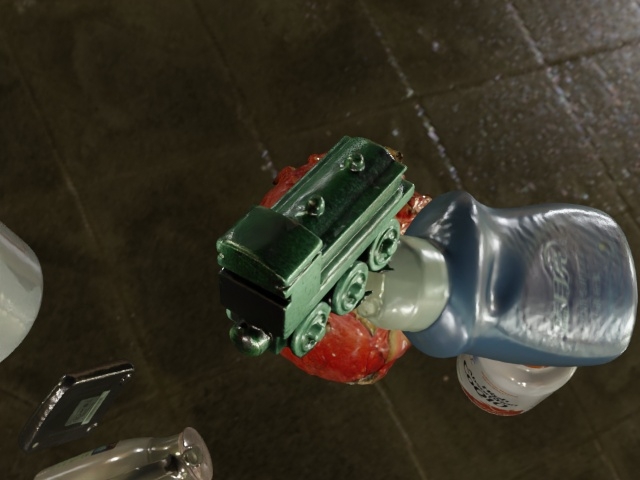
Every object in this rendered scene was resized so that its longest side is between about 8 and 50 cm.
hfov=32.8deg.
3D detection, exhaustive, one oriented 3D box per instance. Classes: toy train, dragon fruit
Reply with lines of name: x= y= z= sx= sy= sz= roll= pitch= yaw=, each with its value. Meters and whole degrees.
toy train: x=0.000 y=0.000 z=0.704 sx=0.071 sy=0.111 sz=0.170 roll=28 pitch=52 yaw=20
dragon fruit: x=0.029 y=0.036 z=1.457 sx=0.277 sy=0.277 sz=0.343 roll=5 pitch=102 yaw=-23

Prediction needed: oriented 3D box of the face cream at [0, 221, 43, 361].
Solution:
face cream: x=-0.252 y=-0.017 z=0.567 sx=0.101 sy=0.252 sz=0.101 roll=-10 pitch=58 yaw=16

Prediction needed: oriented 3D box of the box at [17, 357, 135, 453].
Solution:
box: x=-0.289 y=0.197 z=1.289 sx=0.027 sy=0.126 sz=0.125 roll=46 pitch=25 yaw=19

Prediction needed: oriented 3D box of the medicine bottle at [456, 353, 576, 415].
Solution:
medicine bottle: x=0.302 y=0.168 z=1.647 sx=0.157 sy=0.289 sz=0.157 roll=0 pitch=72 yaw=-1

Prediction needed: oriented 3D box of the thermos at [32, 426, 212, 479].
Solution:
thermos: x=-0.215 y=0.269 z=1.189 sx=0.193 sy=0.137 sz=0.105 roll=-23 pitch=78 yaw=12

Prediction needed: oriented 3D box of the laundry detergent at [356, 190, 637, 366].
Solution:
laundry detergent: x=0.146 y=0.034 z=0.896 sx=0.290 sy=0.094 sz=0.143 roll=5 pitch=83 yaw=-42
